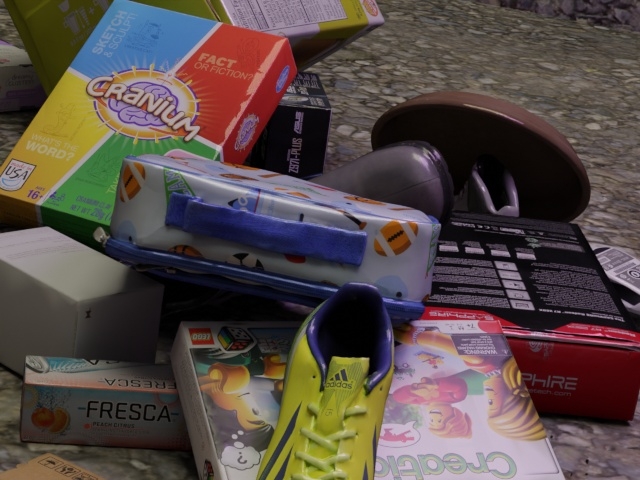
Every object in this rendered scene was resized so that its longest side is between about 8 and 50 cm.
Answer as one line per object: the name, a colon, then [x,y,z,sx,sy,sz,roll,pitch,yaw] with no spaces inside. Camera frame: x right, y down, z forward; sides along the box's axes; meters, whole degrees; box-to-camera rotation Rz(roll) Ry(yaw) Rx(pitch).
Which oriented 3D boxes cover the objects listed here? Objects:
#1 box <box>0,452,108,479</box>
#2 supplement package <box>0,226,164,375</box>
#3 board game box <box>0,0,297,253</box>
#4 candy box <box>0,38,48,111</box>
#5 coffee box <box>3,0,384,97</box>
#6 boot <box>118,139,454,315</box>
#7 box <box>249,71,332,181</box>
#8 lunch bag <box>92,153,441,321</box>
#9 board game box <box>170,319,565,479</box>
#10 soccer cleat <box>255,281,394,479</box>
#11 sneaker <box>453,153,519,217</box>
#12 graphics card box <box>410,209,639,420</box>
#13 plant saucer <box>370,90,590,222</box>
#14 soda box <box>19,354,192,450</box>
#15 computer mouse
box: [-0.190,0.228,1.357,0.201,0.021,0.164,19,22,30]
supplement package: [-0.248,0.067,1.670,0.179,0.105,0.105,24,22,40]
board game box: [-0.203,-0.128,2.048,0.242,0.064,0.316,15,58,21]
candy box: [-0.501,-0.239,2.511,0.164,0.070,0.196,-8,24,-39]
coffee box: [-0.190,-0.353,2.367,0.337,0.338,0.334,-28,-6,37]
boot: [-0.042,0.007,1.784,0.338,0.118,0.222,-26,-4,37]
box: [-0.040,-0.125,2.245,0.077,0.147,0.180,6,20,-8]
lunch bag: [-0.048,-0.003,1.578,0.303,0.115,0.243,11,3,-1]
board game box: [0.038,0.153,1.514,0.305,0.053,0.193,0,44,-20]
soccer cleat: [0.006,0.152,1.371,0.093,0.121,0.289,15,44,-7]
sneaker: [0.181,-0.050,2.139,0.086,0.132,0.228,-3,22,-28]
graphics card box: [0.189,0.067,1.867,0.232,0.094,0.371,5,20,-6]
plant saucer: [0.197,-0.100,2.154,0.277,0.041,0.278,17,-24,8]
soda box: [-0.171,0.143,1.554,0.183,0.058,0.063,5,19,-11]
computer mouse: [0.375,0.070,1.988,0.193,0.042,0.106,36,36,31]
